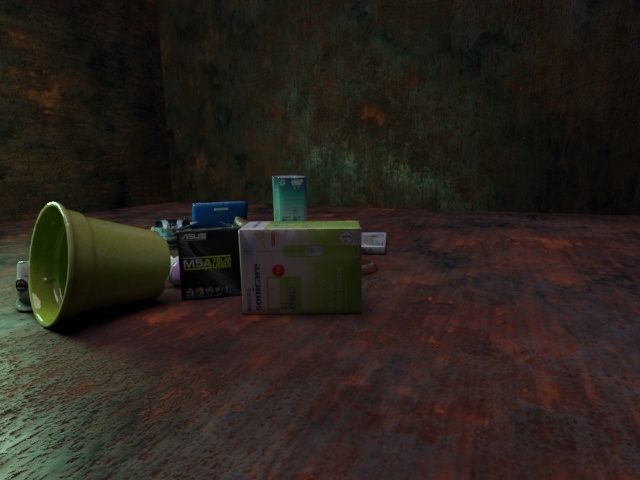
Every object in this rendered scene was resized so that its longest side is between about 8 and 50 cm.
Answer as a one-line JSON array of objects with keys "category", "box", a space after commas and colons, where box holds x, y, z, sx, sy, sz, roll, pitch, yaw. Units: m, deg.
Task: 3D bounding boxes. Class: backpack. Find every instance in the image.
[{"category": "backpack", "box": [-0.642, -0.033, 1.793, 0.158, 0.117, 0.173, -5, 11, -20]}]

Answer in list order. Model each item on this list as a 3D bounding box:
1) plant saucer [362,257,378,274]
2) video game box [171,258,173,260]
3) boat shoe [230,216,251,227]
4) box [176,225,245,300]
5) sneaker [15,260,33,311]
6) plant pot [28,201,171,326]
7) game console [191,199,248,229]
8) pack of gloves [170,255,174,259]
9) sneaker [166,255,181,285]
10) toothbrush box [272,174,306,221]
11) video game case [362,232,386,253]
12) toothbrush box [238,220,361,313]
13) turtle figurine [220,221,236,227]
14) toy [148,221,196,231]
[{"category": "plant saucer", "box": [0.107, 0.081, 1.360, 0.168, 0.029, 0.168, 0, 11, 0]}, {"category": "video game box", "box": [-0.592, 0.057, 1.296, 0.186, 0.048, 0.205, 22, 7, 28]}, {"category": "boat shoe", "box": [-0.378, -0.056, 1.967, 0.102, 0.093, 0.285, 22, 0, -19]}, {"category": "box", "box": [-0.277, 0.058, 1.091, 0.190, 0.185, 0.045, -3, 12, -15]}, {"category": "sneaker", "box": [-0.710, 0.076, 1.151, 0.122, 0.147, 0.330, -2, 9, -1]}, {"category": "plant pot", "box": [-0.524, 0.057, 1.002, 0.275, 0.277, 0.253, 8, 3, 40]}, {"category": "game console", "box": [-0.563, -0.140, 2.248, 0.292, 0.251, 0.173, -6, 38, -23]}, {"category": "pack of gloves", "box": [-0.611, 0.072, 1.425, 0.231, 0.046, 0.195, -9, 12, -35]}, {"category": "sneaker", "box": [-0.328, 0.065, 1.274, 0.160, 0.102, 0.282, 6, 30, 19]}, {"category": "toothbrush box", "box": [-0.140, -0.141, 1.847, 0.126, 0.296, 0.216, -5, 12, -13]}, {"category": "video game case", "box": [0.128, 0.005, 1.741, 0.299, 0.036, 0.329, 1, 11, 10]}, {"category": "toothbrush box", "box": [-0.043, 0.062, 0.993, 0.282, 0.207, 0.122, 0, 11, 3]}, {"category": "turtle figurine", "box": [-0.305, 0.015, 1.516, 0.233, 0.118, 0.175, 11, 20, -22]}, {"category": "toy", "box": [-0.749, -0.051, 2.072, 0.236, 0.056, 0.137, -2, 13, 21]}]
